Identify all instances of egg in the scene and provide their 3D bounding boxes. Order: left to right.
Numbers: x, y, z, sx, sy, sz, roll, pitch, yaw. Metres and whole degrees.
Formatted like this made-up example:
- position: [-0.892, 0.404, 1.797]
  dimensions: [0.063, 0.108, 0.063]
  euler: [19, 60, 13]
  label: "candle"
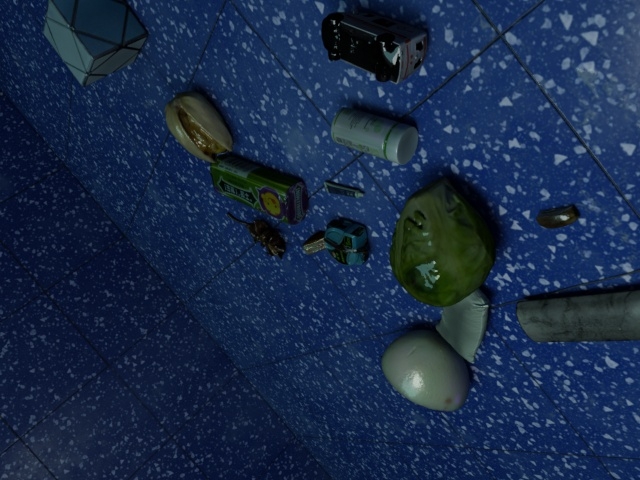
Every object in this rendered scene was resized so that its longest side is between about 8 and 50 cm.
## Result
- position: [0.308, 0.345, 1.516]
  dimensions: [0.270, 0.206, 0.162]
  euler: [28, 113, 15]
  label: "egg"

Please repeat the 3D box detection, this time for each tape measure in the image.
- position: [0.073, 0.009, 1.527]
  dimensions: [0.146, 0.081, 0.125]
  euler: [22, 137, 37]
  label: "tape measure"

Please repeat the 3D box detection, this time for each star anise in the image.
- position: [-0.205, -0.027, 1.831]
  dimensions: [0.234, 0.073, 0.177]
  euler: [39, 160, -18]
  label: "star anise"

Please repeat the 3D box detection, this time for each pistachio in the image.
- position: [-0.365, -0.342, 1.631]
  dimensions: [0.230, 0.157, 0.157]
  euler: [51, 149, -16]
  label: "pistachio"

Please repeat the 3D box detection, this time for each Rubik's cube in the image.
- position: [-0.687, -0.630, 1.646]
  dimensions: [0.205, 0.205, 0.207]
  euler: [56, 149, -12]
  label: "Rubik's cube"

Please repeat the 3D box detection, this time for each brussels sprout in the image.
- position: [0.260, 0.007, 1.179]
  dimensions: [0.219, 0.210, 0.272]
  euler: [-158, 51, -70]
  label: "brussels sprout"

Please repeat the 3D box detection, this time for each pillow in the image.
- position: [0.359, 0.194, 1.382]
  dimensions: [0.144, 0.078, 0.254]
  euler: [39, 149, 34]
  label: "pillow"

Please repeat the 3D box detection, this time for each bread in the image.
- position: [0.000, 0.000, 1.641]
  dimensions: [0.108, 0.062, 0.043]
  euler: [-18, 121, 11]
  label: "bread"

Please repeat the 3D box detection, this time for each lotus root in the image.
- position: [0.455, -0.040, 1.043]
  dimensions: [0.037, 0.030, 0.083]
  euler: [55, 149, -13]
  label: "lotus root"

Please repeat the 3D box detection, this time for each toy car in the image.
- position: [0.100, -0.384, 1.038]
  dimensions: [0.209, 0.108, 0.090]
  euler: [34, 149, 30]
  label: "toy car"

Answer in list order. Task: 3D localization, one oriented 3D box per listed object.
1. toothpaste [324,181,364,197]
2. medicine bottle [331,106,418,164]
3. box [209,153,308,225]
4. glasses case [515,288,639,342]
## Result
- position: [0.063, -0.132, 1.441]
  dimensions: [0.139, 0.021, 0.037]
  euler: [18, 139, 43]
  label: "toothpaste"
- position: [0.117, -0.233, 1.197]
  dimensions: [0.183, 0.086, 0.086]
  euler: [26, 142, 33]
  label: "medicine bottle"
- position: [-0.193, -0.163, 1.657]
  dimensions: [0.345, 0.097, 0.134]
  euler: [23, 133, 36]
  label: "box"
- position: [0.552, 0.160, 1.114]
  dimensions: [0.114, 0.060, 0.299]
  euler: [52, 149, -12]
  label: "glasses case"
